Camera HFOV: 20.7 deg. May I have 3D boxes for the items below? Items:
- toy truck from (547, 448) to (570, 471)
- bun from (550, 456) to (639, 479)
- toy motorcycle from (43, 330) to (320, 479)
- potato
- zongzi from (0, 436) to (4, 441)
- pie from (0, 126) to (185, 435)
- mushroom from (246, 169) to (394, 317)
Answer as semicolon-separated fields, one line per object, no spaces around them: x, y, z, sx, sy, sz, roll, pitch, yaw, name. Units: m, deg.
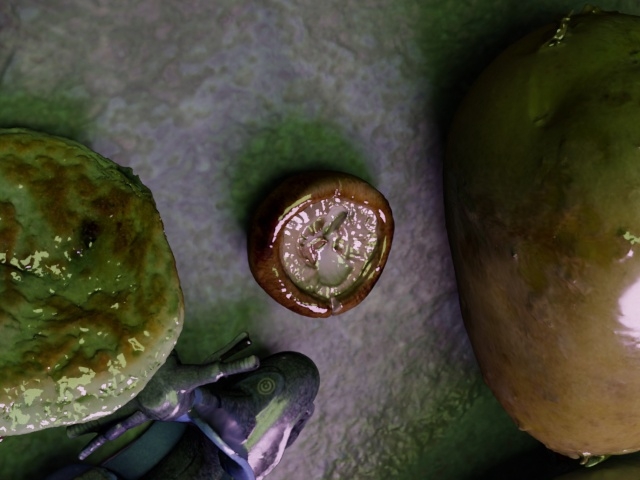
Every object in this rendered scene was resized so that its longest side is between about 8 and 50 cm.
0.203;0.158;1.492;0.032;0.024;0.083;-16;115;11;toy truck
0.231;0.340;1.474;0.364;0.202;0.364;-4;109;-12;bun
-0.147;0.192;1.292;0.358;0.125;0.212;-41;152;-9;toy motorcycle
0.205;0.000;1.317;0.219;0.269;0.359;-15;137;-21;potato
-0.317;0.157;1.148;0.286;0.300;0.138;-37;98;-4;zongzi
-0.206;0.026;1.199;0.240;0.240;0.054;1;153;-21;pie
0.000;0.000;1.341;0.123;0.052;0.123;-11;117;-23;mushroom
